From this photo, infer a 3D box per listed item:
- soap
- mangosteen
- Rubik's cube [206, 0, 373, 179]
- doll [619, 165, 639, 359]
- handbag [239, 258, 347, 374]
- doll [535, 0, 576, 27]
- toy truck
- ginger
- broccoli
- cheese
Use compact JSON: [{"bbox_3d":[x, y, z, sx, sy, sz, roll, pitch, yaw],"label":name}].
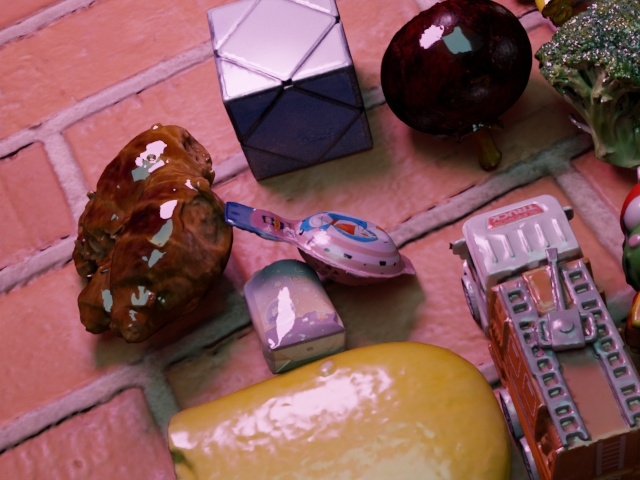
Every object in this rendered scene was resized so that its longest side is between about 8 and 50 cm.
[{"bbox_3d":[0.028,0.284,1.360,0.427,0.115,0.306,-15,50,3],"label":"soap"},{"bbox_3d":[0.215,-0.230,1.607,0.235,0.235,0.261,-21,89,-1],"label":"mangosteen"},{"bbox_3d":[-0.047,-0.252,1.670,0.205,0.205,0.207,-14,56,4],"label":"Rubik's cube"},{"bbox_3d":[0.477,-0.001,1.401,0.160,0.183,0.363,-5,53,18],"label":"doll"},{"bbox_3d":[-0.042,0.098,1.492,0.117,0.095,0.173,-12,41,-14],"label":"handbag"},{"bbox_3d":[0.352,-0.458,1.762,0.135,0.143,0.221,-48,54,22],"label":"doll"},{"bbox_3d":[0.296,0.123,1.344,0.173,0.207,0.388,-18,54,1],"label":"toy truck"},{"bbox_3d":[-0.261,-0.001,1.563,0.274,0.152,0.357,-32,46,10],"label":"ginger"},{"bbox_3d":[0.436,-0.229,1.533,0.261,0.242,0.269,6,15,11],"label":"broccoli"},{"bbox_3d":[0.000,0.000,1.516,0.286,0.074,0.189,17,17,-10],"label":"cheese"}]
